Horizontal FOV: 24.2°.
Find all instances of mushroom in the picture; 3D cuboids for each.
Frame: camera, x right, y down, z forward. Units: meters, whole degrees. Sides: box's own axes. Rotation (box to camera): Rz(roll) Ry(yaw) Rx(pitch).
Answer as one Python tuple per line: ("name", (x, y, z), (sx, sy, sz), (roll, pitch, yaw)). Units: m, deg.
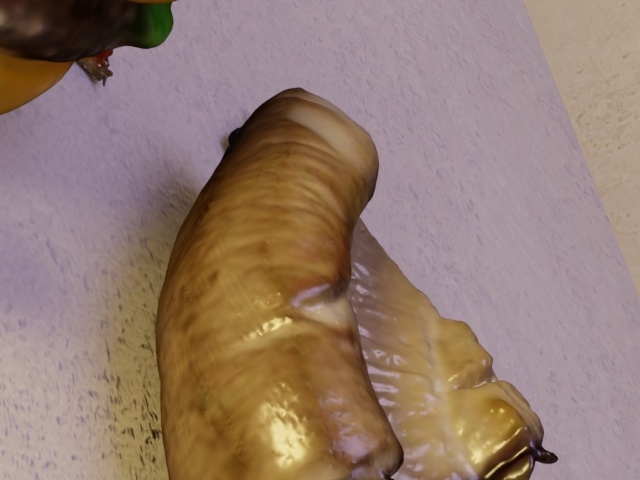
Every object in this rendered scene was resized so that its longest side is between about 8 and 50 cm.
("mushroom", (-0.036, 0.061, 1.146), (0.313, 0.224, 0.397), (5, 52, -48))

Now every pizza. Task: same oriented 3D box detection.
("pizza", (-0.199, -0.192, 1.252), (0.100, 0.029, 0.099), (51, 24, -26))

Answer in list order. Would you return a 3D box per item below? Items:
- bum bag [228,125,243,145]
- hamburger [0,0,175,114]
("bum bag", (0.000, 0.000, 1.411), (0.137, 0.074, 0.310), (3, 55, -50))
("hamburger", (-0.228, -0.276, 0.963), (0.396, 0.277, 0.396), (45, 28, -33))
